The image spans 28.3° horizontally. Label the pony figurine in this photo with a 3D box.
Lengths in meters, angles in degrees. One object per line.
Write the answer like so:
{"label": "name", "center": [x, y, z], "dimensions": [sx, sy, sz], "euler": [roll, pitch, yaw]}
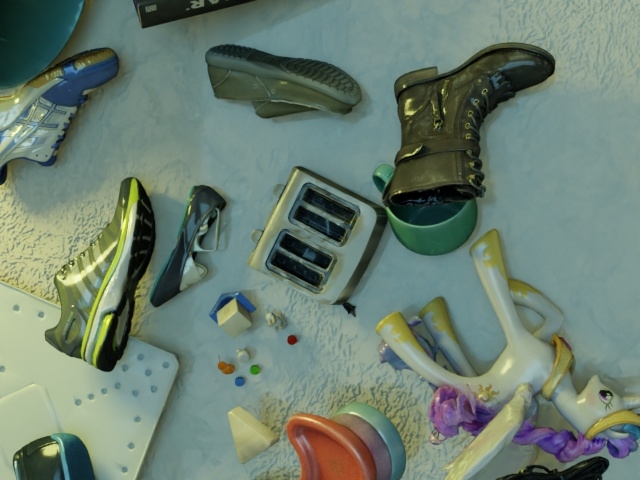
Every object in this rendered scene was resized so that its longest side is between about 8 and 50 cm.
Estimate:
{"label": "pony figurine", "center": [0.247, 0.221, 1.767], "dimensions": [0.351, 0.303, 0.363], "euler": [-40, 68, 0]}

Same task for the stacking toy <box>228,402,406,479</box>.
{"label": "stacking toy", "center": [0.012, 0.361, 1.858], "dimensions": [0.279, 0.130, 0.309], "euler": [14, 118, 37]}

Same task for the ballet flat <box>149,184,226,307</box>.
{"label": "ballet flat", "center": [-0.196, 0.016, 1.930], "dimensions": [0.074, 0.074, 0.203], "euler": [22, 92, 10]}

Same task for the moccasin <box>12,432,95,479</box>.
{"label": "moccasin", "center": [-0.384, 0.464, 1.899], "dimensions": [0.116, 0.137, 0.342], "euler": [-15, 74, 15]}

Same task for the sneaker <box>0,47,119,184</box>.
{"label": "sneaker", "center": [-0.424, -0.190, 1.968], "dimensions": [0.296, 0.112, 0.131], "euler": [-28, 103, 11]}

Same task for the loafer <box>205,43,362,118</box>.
{"label": "loafer", "center": [-0.056, -0.227, 1.902], "dimensions": [0.251, 0.094, 0.087], "euler": [18, 118, 19]}

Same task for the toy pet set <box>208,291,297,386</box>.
{"label": "toy pet set", "center": [-0.117, 0.138, 1.931], "dimensions": [0.122, 0.065, 0.114], "euler": [-38, 118, 11]}

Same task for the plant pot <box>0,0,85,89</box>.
{"label": "plant pot", "center": [-0.521, -0.398, 1.850], "dimensions": [0.235, 0.293, 0.293], "euler": [26, 95, 24]}

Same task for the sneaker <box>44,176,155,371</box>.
{"label": "sneaker", "center": [-0.334, 0.041, 1.911], "dimensions": [0.121, 0.111, 0.300], "euler": [12, 73, 10]}

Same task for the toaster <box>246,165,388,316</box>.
{"label": "toaster", "center": [0.000, 0.000, 1.871], "dimensions": [0.185, 0.110, 0.168], "euler": [28, 96, 9]}

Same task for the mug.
{"label": "mug", "center": [0.158, -0.052, 1.842], "dimensions": [0.129, 0.097, 0.158], "euler": [-20, 51, 1]}

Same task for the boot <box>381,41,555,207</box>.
{"label": "boot", "center": [0.212, -0.151, 1.787], "dimensions": [0.263, 0.091, 0.229], "euler": [-14, 51, 19]}

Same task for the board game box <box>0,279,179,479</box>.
{"label": "board game box", "center": [-0.453, 0.288, 1.987], "dimensions": [0.389, 0.050, 0.390], "euler": [22, 94, 10]}

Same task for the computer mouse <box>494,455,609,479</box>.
{"label": "computer mouse", "center": [0.260, 0.384, 1.688], "dimensions": [0.188, 0.272, 0.072], "euler": [-5, 57, -30]}

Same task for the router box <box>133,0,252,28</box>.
{"label": "router box", "center": [-0.147, -0.466, 1.846], "dimensions": [0.308, 0.081, 0.243], "euler": [-16, 75, -8]}
